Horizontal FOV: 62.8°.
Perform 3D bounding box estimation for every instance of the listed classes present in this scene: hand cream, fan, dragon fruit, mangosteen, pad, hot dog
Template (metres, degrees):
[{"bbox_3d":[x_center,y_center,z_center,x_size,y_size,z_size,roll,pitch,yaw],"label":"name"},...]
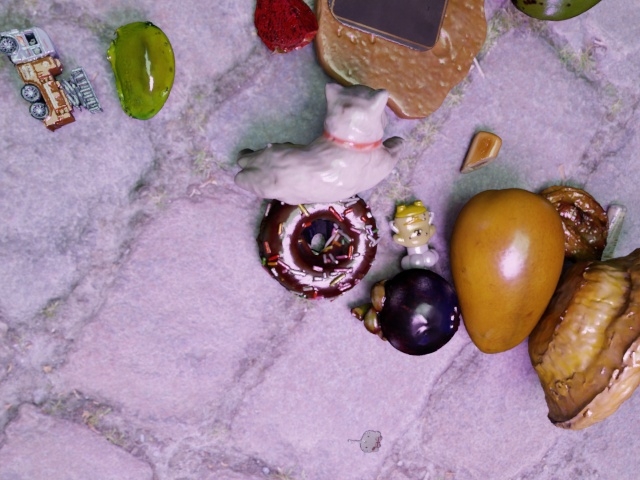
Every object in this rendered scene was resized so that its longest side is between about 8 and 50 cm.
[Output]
[{"bbox_3d":[0.714,-0.020,1.290,0.061,0.039,0.143,6,105,-20],"label":"hand cream"},{"bbox_3d":[0.104,0.471,1.230,0.083,0.004,0.055,9,95,-13],"label":"fan"},{"bbox_3d":[-0.068,-0.430,1.041,0.106,0.083,0.162,-42,77,37],"label":"dragon fruit"},{"bbox_3d":[0.182,0.153,1.129,0.231,0.194,0.194,1,99,23],"label":"mangosteen"},{"bbox_3d":[0.141,-0.592,1.011,0.315,0.063,0.375,13,91,-13],"label":"pad"},{"bbox_3d":[0.590,-0.027,1.225,0.227,0.099,0.160,32,73,-21],"label":"hot dog"}]

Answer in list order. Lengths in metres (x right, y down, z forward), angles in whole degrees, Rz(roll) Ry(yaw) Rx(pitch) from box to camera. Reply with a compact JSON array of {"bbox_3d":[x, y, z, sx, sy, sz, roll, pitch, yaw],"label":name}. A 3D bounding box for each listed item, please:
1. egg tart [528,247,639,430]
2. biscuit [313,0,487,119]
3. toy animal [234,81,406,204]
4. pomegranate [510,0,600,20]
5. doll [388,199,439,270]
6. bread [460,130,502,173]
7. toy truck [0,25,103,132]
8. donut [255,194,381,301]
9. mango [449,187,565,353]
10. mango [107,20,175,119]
[{"bbox_3d":[0.562,0.186,1.107,0.178,0.443,0.443,29,90,13],"label":"egg tart"},{"bbox_3d":[0.168,-0.469,1.090,0.365,0.062,0.385,28,88,-12],"label":"biscuit"},{"bbox_3d":[-0.015,-0.190,0.997,0.308,0.188,0.266,19,62,15],"label":"toy animal"},{"bbox_3d":[0.477,-0.571,1.064,0.271,0.254,0.254,-3,99,11],"label":"pomegranate"},{"bbox_3d":[0.211,-0.006,1.162,0.106,0.062,0.162,-15,101,-6],"label":"doll"},{"bbox_3d":[0.363,-0.190,1.176,0.062,0.049,0.103,22,94,20],"label":"bread"},{"bbox_3d":[-0.493,-0.301,0.959,0.115,0.080,0.177,-25,103,-13],"label":"toy truck"},{"bbox_3d":[0.000,0.000,1.097,0.270,0.103,0.269,-2,99,-14],"label":"donut"},{"bbox_3d":[0.393,0.066,1.120,0.264,0.221,0.377,-31,125,-49],"label":"mango"},{"bbox_3d":[-0.331,-0.316,0.985,0.119,0.100,0.178,12,105,25],"label":"mango"}]
